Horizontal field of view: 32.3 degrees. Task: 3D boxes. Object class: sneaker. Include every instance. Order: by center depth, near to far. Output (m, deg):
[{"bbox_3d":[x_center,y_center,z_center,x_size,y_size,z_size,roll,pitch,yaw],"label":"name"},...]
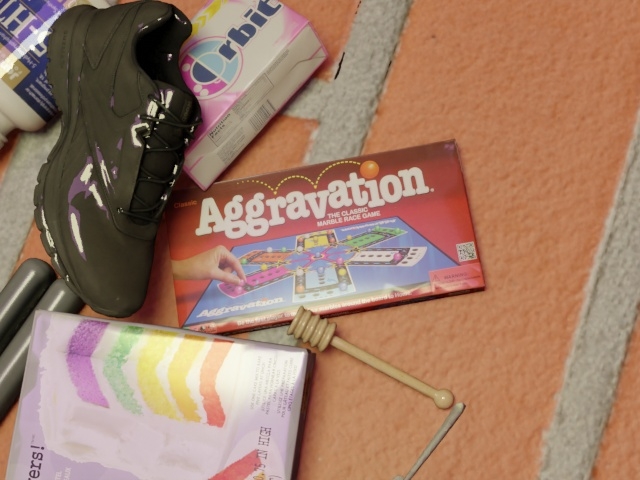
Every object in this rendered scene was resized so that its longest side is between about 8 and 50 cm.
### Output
[{"bbox_3d":[-0.166,-0.078,0.945,0.130,0.109,0.286,-8,81,28],"label":"sneaker"}]

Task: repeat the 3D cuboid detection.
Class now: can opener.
[{"bbox_3d":[-0.320,0.140,0.998,0.074,0.093,0.280,33,77,11],"label":"can opener"}]

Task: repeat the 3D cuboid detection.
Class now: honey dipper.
[{"bbox_3d":[0.047,0.106,0.982,0.161,0.030,0.030,27,80,-1],"label":"honey dipper"}]

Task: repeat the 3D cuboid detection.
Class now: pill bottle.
[{"bbox_3d":[-0.284,-0.170,1.054,0.112,0.112,0.186,41,84,14],"label":"pill bottle"}]

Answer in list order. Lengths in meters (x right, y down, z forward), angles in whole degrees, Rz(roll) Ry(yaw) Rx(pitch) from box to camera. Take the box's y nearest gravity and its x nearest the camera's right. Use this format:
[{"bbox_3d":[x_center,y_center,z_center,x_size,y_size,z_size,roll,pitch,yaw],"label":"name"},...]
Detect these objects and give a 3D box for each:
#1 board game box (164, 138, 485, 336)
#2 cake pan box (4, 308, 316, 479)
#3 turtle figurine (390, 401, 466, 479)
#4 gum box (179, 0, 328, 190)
[{"bbox_3d":[0.000,0.000,1.025,0.281,0.027,0.145,-11,74,4],"label":"board game box"},{"bbox_3d":[-0.145,0.205,0.953,0.246,0.070,0.266,9,84,6],"label":"cake pan box"},{"bbox_3d":[0.065,0.290,0.823,0.275,0.266,0.198,-41,76,-4],"label":"turtle figurine"},{"bbox_3d":[-0.098,-0.147,1.040,0.107,0.062,0.188,38,83,30],"label":"gum box"}]
